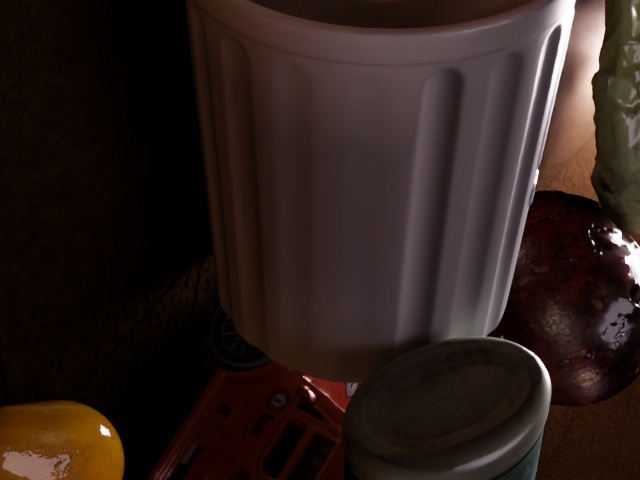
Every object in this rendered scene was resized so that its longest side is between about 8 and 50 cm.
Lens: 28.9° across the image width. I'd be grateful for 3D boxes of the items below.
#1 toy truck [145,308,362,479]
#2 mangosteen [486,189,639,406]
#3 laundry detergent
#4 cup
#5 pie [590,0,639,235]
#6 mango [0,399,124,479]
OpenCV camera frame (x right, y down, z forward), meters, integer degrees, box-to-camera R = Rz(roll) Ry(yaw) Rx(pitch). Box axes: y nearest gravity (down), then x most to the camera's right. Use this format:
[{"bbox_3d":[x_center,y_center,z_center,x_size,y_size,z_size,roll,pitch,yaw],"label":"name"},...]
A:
[{"bbox_3d":[-0.039,0.150,0.645,0.252,0.114,0.107,-56,149,-18],"label":"toy truck"},{"bbox_3d":[0.160,0.056,0.908,0.180,0.166,0.166,-43,151,4],"label":"mangosteen"},{"bbox_3d":[0.057,0.148,0.604,0.099,0.070,0.225,-29,139,-26],"label":"laundry detergent"},{"bbox_3d":[0.041,-0.064,0.583,0.221,0.167,0.202,-33,140,-35],"label":"cup"},{"bbox_3d":[0.268,-0.147,0.973,0.306,0.071,0.306,4,90,-69],"label":"pie"},{"bbox_3d":[-0.123,0.096,0.539,0.089,0.046,0.060,34,76,-49],"label":"mango"}]
